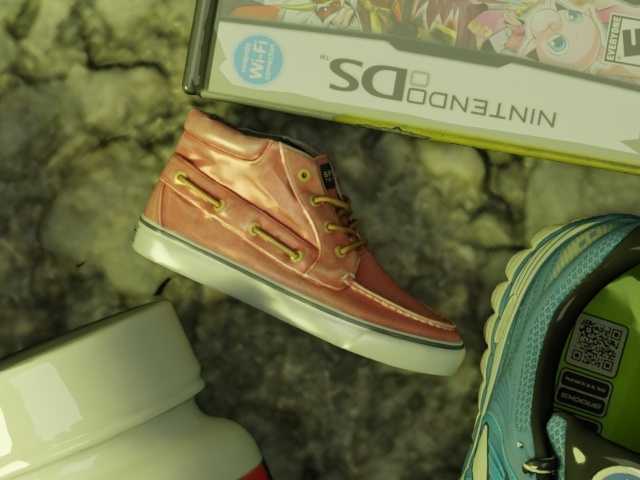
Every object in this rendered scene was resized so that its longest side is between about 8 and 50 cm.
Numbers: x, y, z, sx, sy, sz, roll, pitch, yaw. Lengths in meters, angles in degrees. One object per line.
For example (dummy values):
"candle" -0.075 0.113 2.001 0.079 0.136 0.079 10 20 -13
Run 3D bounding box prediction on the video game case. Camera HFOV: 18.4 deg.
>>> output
"video game case" 0.075 -0.186 0.988 0.248 0.035 0.275 10 93 0

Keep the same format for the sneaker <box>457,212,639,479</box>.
"sneaker" 0.111 0.138 0.914 0.129 0.147 0.330 12 80 -5

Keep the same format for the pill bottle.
"pill bottle" -0.081 0.182 0.942 0.161 0.161 0.283 -21 92 1

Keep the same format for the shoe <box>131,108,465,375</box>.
"shoe" 0.000 0.000 0.982 0.178 0.063 0.081 23 97 4
